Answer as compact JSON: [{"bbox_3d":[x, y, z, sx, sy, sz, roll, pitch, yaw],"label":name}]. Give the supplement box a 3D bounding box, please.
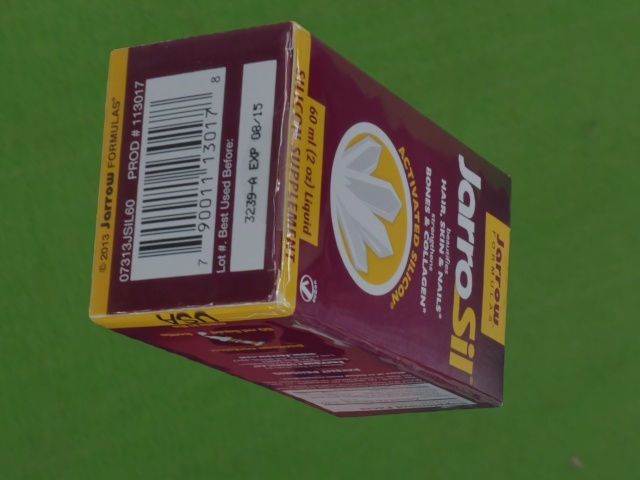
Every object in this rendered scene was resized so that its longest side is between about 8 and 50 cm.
[{"bbox_3d":[0.000,0.000,0.718,0.188,0.080,0.104,28,62,-57],"label":"supplement box"}]
